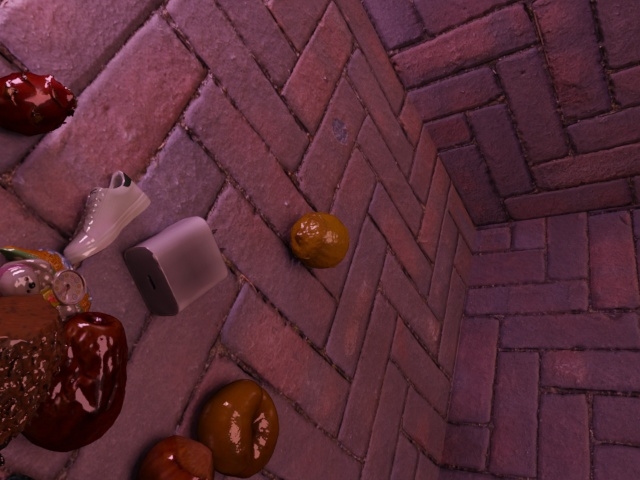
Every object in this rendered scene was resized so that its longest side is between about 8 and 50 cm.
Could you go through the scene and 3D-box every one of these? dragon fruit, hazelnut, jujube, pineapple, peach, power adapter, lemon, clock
[{"bbox_3d":[-0.609,-0.276,0.962,0.246,0.126,0.125,8,89,-39],"label":"dragon fruit"},{"bbox_3d":[-0.324,0.547,1.135,0.182,0.182,0.181,16,71,-52],"label":"hazelnut"},{"bbox_3d":[-0.464,0.267,0.953,0.190,0.190,0.255,14,96,-52],"label":"jujube"},{"bbox_3d":[-0.545,0.272,0.802,0.202,0.202,0.361,10,95,-53],"label":"pineapple"},{"bbox_3d":[-0.212,0.496,1.319,0.251,0.153,0.250,-1,91,-55],"label":"peach"},{"bbox_3d":[-0.338,0.048,1.257,0.255,0.124,0.186,-41,118,-51],"label":"power adapter"},{"bbox_3d":[0.000,0.000,1.675,0.231,0.192,0.192,21,66,-47],"label":"lemon"},{"bbox_3d":[-0.545,0.107,0.972,0.230,0.103,0.144,64,30,-25],"label":"clock"}]

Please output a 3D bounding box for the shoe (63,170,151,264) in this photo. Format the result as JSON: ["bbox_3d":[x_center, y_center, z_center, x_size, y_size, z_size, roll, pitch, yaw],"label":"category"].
[{"bbox_3d":[-0.489,-0.056,1.097,0.110,0.095,0.265,63,31,-24],"label":"shoe"}]

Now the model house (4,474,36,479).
[{"bbox_3d":[-0.459,0.616,0.787,0.297,0.339,0.360,63,40,-27],"label":"model house"}]
